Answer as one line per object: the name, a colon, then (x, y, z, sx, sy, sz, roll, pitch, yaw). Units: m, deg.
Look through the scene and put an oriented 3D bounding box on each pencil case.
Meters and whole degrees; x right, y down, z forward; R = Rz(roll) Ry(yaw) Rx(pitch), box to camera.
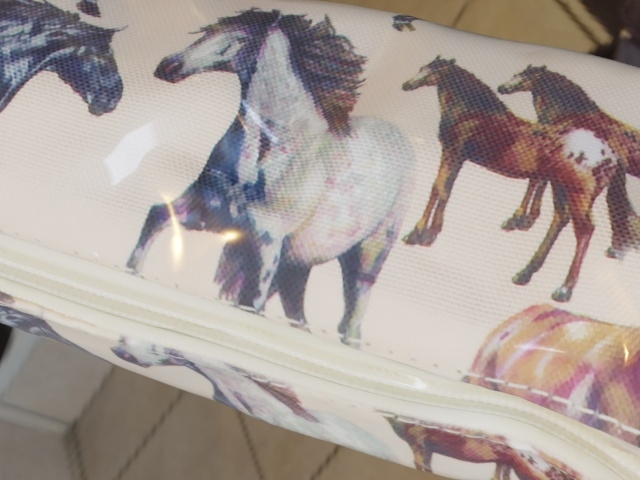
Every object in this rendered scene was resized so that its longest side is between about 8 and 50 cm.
pencil case: (0.000, 0.000, 0.526, 0.160, 0.410, 0.183, 87, -154, -46)
